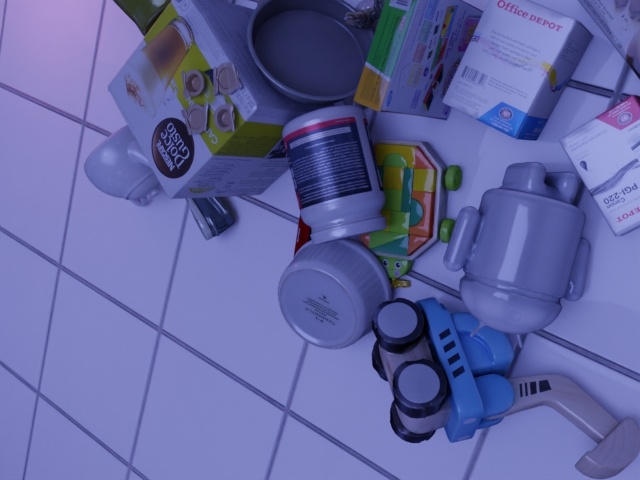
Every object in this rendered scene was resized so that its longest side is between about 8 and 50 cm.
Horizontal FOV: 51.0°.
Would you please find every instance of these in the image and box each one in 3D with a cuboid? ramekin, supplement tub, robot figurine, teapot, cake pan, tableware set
[{"bbox_3d":[0.022,0.132,1.580,0.272,0.127,0.273,13,119,25],"label":"ramekin"},{"bbox_3d":[0.034,-0.140,1.464,0.191,0.191,0.273,-14,88,33],"label":"supplement tub"},{"bbox_3d":[0.390,0.029,1.309,0.299,0.200,0.354,15,91,-8],"label":"robot figurine"},{"bbox_3d":[-0.523,-0.199,1.892,0.252,0.256,0.187,-38,95,14],"label":"teapot"},{"bbox_3d":[-0.018,-0.417,1.464,0.293,0.293,0.054,60,156,13],"label":"cake pan"},{"bbox_3d":[-0.230,-0.294,1.397,0.168,0.020,0.141,1,98,31],"label":"tableware set"}]

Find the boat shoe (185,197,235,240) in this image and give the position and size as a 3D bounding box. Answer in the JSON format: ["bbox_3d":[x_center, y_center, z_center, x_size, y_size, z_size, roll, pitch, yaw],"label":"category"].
[{"bbox_3d":[-0.337,-0.150,1.861,0.099,0.116,0.320,-24,69,-12],"label":"boat shoe"}]

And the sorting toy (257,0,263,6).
[{"bbox_3d":[-0.072,-0.648,1.641,0.347,0.047,0.196,28,110,28],"label":"sorting toy"}]

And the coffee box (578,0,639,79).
[{"bbox_3d":[0.605,-0.389,1.189,0.168,0.118,0.297,-38,75,31],"label":"coffee box"}]

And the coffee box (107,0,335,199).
[{"bbox_3d":[-0.229,-0.328,1.606,0.334,0.338,0.338,-39,74,30],"label":"coffee box"}]

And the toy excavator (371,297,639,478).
[{"bbox_3d":[0.359,0.296,1.370,0.444,0.222,0.433,-13,56,-4],"label":"toy excavator"}]

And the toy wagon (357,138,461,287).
[{"bbox_3d":[0.179,-0.055,1.535,0.267,0.068,0.345,9,100,32],"label":"toy wagon"}]

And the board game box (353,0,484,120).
[{"bbox_3d":[0.205,-0.369,1.333,0.064,0.316,0.242,28,109,28],"label":"board game box"}]

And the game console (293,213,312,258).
[{"bbox_3d":[0.000,0.000,1.690,0.124,0.085,0.144,30,114,60],"label":"game console"}]

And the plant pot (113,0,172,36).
[{"bbox_3d":[-0.433,-0.727,1.717,0.366,0.366,0.353,-28,92,32],"label":"plant pot"}]

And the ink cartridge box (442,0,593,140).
[{"bbox_3d":[0.385,-0.337,1.308,0.171,0.168,0.233,34,113,25],"label":"ink cartridge box"}]

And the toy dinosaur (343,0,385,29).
[{"bbox_3d":[0.169,-0.550,1.443,0.268,0.064,0.118,-19,87,19],"label":"toy dinosaur"}]

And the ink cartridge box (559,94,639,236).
[{"bbox_3d":[0.576,-0.137,1.255,0.158,0.092,0.218,-33,79,31],"label":"ink cartridge box"}]

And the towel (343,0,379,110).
[{"bbox_3d":[0.122,-0.444,1.539,0.282,0.049,0.187,-42,72,29],"label":"towel"}]
